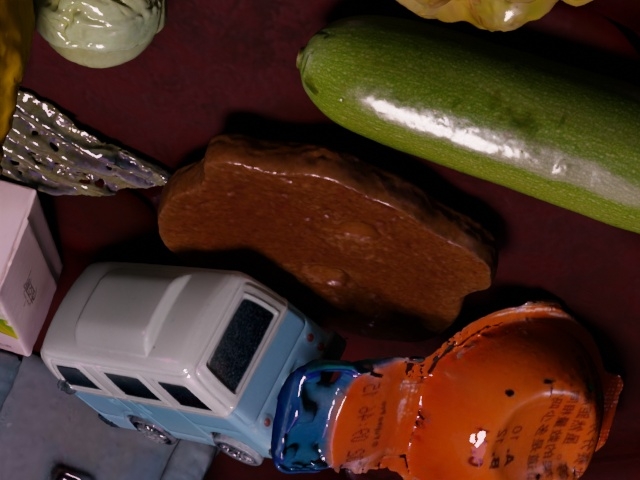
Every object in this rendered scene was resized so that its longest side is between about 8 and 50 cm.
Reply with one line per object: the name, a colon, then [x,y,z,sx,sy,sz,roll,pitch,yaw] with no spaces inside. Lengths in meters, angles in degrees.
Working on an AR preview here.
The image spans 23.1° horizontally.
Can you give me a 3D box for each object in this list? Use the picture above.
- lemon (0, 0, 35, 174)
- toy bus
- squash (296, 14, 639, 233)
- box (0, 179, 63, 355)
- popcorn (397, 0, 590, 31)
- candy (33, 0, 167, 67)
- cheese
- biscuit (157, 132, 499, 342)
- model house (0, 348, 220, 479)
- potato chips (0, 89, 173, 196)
lemon: [-0.329,-0.162,1.040,0.322,0.268,0.268,36,144,-11]
toy bus: [-0.132,0.096,1.398,0.271,0.133,0.165,2,148,48]
squash: [0.164,-0.074,1.089,0.378,0.101,0.101,21,147,3]
box: [-0.379,-0.001,1.417,0.260,0.111,0.194,17,160,6]
popcorn: [0.101,-0.221,0.820,0.259,0.259,0.212,-2,117,28]
candy: [-0.159,-0.241,1.018,0.093,0.092,0.335,29,149,22]
cheese: [0.117,0.148,1.336,0.329,0.129,0.217,1,113,-25]
biscuit: [0.000,-0.002,1.313,0.273,0.049,0.257,21,151,-9]
model house: [-0.309,0.329,1.695,0.294,0.329,0.252,25,143,-6]
potato chips: [-0.227,-0.076,1.333,0.207,0.028,0.092,26,129,-16]
